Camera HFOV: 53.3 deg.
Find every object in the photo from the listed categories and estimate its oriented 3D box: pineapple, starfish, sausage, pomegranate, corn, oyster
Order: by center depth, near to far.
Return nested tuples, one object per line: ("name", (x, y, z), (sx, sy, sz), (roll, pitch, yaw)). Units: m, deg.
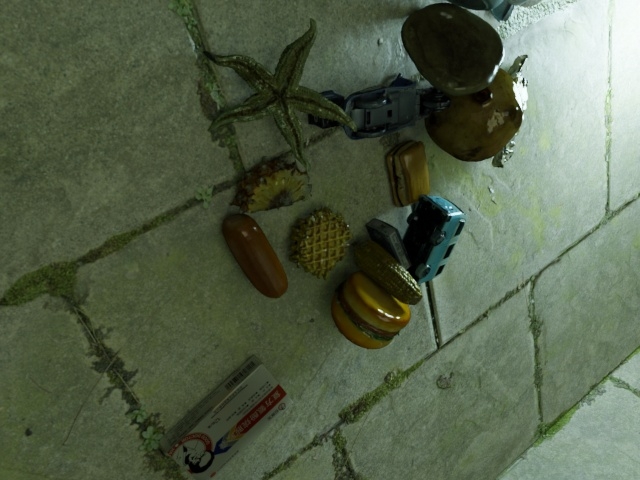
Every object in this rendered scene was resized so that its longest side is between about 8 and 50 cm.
("starfish", (-0.102, -0.327, 1.518), (0.347, 0.078, 0.358), (-13, 120, -1))
("pineapple", (-0.120, -0.153, 1.629), (0.233, 0.079, 0.135), (-18, 129, -36))
("sausage", (-0.168, 0.044, 1.661), (0.105, 0.105, 0.274), (-40, 128, -16))
("pomegranate", (0.435, -0.367, 1.813), (0.281, 0.281, 0.281), (-16, 119, -31))
("corn", (0.192, 0.090, 1.874), (0.097, 0.262, 0.097), (-44, 164, -16))
("oyster", (0.587, -0.412, 2.038), (0.201, 0.107, 0.354), (10, 92, -60))

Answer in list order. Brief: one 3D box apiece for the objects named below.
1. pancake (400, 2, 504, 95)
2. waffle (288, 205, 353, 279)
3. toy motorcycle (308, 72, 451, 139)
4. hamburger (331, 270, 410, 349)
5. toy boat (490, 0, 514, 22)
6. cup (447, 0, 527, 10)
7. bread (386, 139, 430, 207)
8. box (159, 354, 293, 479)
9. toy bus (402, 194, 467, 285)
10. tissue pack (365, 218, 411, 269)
("pancake", (0.355, -0.522, 1.705), (0.294, 0.294, 0.049), (-34, 166, -21))
("waffle", (0.000, 0.000, 1.794), (0.193, 0.070, 0.197), (29, 89, -41))
("toy motorcycle", (0.161, -0.358, 1.666), (0.359, 0.212, 0.125), (-16, 121, -26))
("hamburger", (0.138, 0.216, 1.897), (0.246, 0.246, 0.170), (16, 120, -41))
("toy boat", (0.522, -0.709, 1.891), (0.122, 0.034, 0.096), (13, 102, -31))
("cup", (0.444, -0.738, 1.645), (0.357, 0.259, 0.274), (21, 100, -26))
("bread", (0.267, -0.194, 1.905), (0.116, 0.077, 0.200), (-36, 129, -29))
("box", (-0.263, 0.521, 1.838), (0.353, 0.069, 0.214), (-40, 129, -13))
("toy bus", (0.346, -0.008, 1.976), (0.165, 0.133, 0.271), (-12, 133, -40))
("tissue pack", (0.205, 0.014, 1.923), (0.051, 0.112, 0.156), (-39, 128, -18))
